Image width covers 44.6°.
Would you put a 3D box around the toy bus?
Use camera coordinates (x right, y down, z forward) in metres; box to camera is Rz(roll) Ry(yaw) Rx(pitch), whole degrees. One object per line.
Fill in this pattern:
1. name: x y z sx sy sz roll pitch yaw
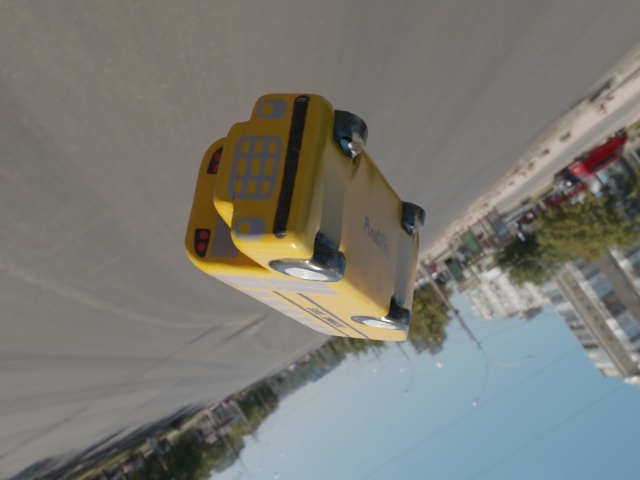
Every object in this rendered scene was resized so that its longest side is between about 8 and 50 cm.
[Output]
1. toy bus: 0.000 0.000 0.626 0.130 0.108 0.333 4 165 22
